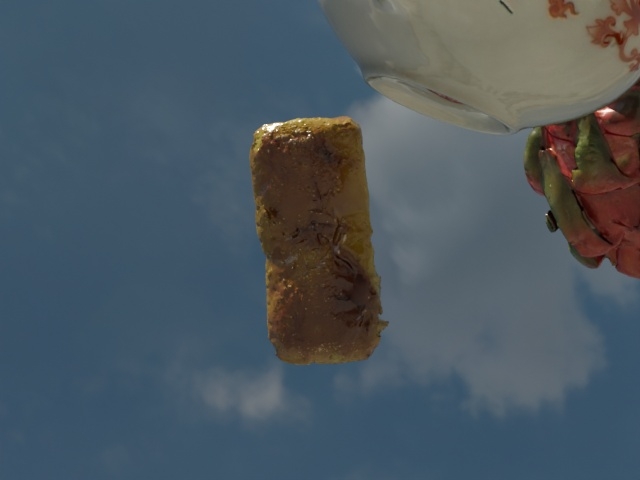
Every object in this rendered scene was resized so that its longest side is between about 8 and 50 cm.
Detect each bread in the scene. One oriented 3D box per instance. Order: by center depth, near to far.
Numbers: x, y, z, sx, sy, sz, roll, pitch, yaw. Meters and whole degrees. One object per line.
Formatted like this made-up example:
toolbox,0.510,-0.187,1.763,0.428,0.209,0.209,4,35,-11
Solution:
bread,0.000,0.000,1.333,0.139,0.077,0.271,-4,-87,9

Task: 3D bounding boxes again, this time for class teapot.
teapot,0.066,-0.111,0.530,0.116,0.159,0.245,-56,-24,1

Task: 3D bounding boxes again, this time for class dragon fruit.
dragon fruit,0.238,-0.062,0.927,0.166,0.160,0.172,-14,-61,-34
